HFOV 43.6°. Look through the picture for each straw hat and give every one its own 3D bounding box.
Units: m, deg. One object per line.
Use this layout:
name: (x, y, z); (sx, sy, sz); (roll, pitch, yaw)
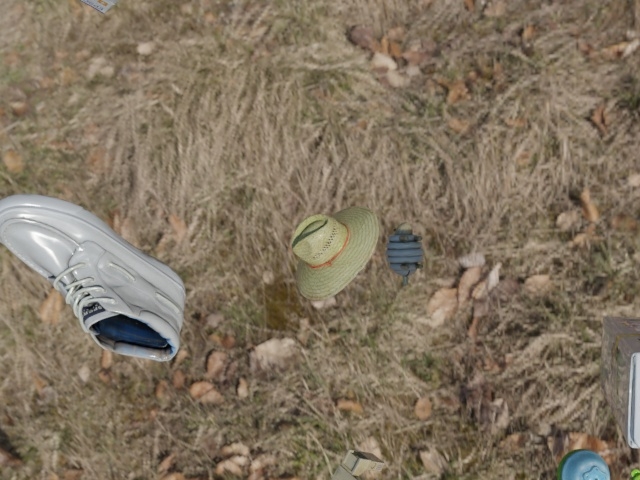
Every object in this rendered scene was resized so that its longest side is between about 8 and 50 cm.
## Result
straw hat: (0.000, 0.000, 1.017); (0.144, 0.061, 0.144); (-31, 42, 32)

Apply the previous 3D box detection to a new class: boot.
boot: (-0.266, 0.048, 0.932); (0.095, 0.258, 0.123); (-46, 32, 24)

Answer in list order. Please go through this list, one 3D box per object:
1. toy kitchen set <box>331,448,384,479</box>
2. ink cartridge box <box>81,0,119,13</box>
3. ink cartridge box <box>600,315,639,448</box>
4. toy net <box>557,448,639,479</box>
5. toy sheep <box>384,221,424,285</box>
toy kitchen set: (0.071, 0.416, 1.376); (0.068, 0.075, 0.083); (31, 94, 43)
ink cartridge box: (-0.378, -0.425, 1.170); (0.224, 0.223, 0.045); (5, 73, 59)
ink cartridge box: (0.478, 0.175, 1.019); (0.201, 0.278, 0.117); (1, 94, 13)
toy net: (0.356, 0.395, 1.036); (0.122, 0.045, 0.232); (16, 81, -6)
toy sheep: (0.175, 0.028, 1.663); (0.091, 0.091, 0.132); (3, 91, 20)
